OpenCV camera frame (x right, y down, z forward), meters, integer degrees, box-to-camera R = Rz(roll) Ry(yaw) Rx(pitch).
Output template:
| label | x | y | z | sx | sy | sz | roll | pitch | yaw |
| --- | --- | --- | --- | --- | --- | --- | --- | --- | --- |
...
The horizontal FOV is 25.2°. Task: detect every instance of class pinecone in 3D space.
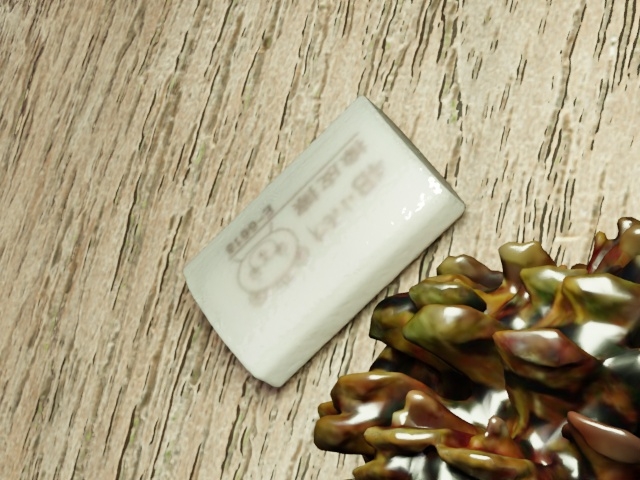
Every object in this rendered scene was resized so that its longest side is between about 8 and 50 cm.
| label | x | y | z | sx | sy | sz | roll | pitch | yaw |
| --- | --- | --- | --- | --- | --- | --- | --- | --- | --- |
| pinecone | 0.207 | 0.153 | 1.114 | 0.397 | 0.397 | 0.398 | -12 | 65 | 26 |

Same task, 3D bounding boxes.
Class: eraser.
| label | x | y | z | sx | sy | sz | roll | pitch | yaw |
| --- | --- | --- | --- | --- | --- | --- | --- | --- | --- |
| eraser | 0.000 | 0.000 | 1.463 | 0.270 | 0.095 | 0.174 | -43 | 52 | 8 |
